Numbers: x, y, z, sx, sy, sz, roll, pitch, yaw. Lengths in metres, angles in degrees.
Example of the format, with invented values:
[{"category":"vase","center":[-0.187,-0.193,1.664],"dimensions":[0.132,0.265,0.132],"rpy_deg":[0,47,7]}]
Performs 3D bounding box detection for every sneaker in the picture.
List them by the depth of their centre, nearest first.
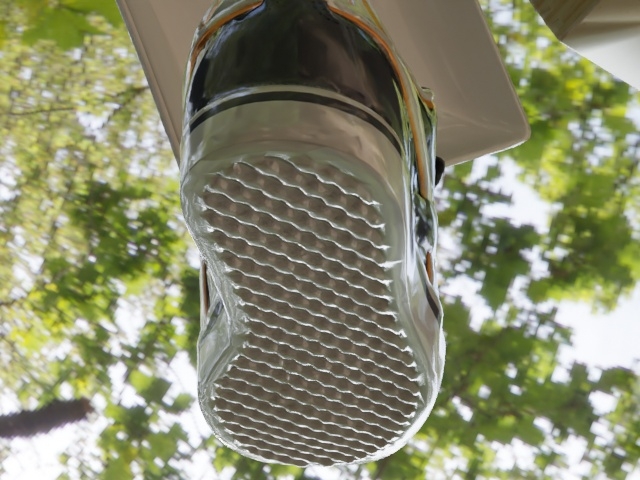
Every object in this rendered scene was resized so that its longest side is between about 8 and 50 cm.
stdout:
[{"category":"sneaker","center":[0.000,0.000,0.625],"dimensions":[0.126,0.321,0.127],"rpy_deg":[2,-122,0]}]

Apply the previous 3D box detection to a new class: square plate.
[{"category":"square plate","center":[-0.023,-0.189,0.951],"dimensions":[0.347,0.049,0.344],"rpy_deg":[-21,-92,-42]}]

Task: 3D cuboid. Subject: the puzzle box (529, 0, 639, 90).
[{"category":"puzzle box","center":[0.354,-0.241,0.823],"dimensions":[0.272,0.052,0.409],"rpy_deg":[19,-56,-45]}]
